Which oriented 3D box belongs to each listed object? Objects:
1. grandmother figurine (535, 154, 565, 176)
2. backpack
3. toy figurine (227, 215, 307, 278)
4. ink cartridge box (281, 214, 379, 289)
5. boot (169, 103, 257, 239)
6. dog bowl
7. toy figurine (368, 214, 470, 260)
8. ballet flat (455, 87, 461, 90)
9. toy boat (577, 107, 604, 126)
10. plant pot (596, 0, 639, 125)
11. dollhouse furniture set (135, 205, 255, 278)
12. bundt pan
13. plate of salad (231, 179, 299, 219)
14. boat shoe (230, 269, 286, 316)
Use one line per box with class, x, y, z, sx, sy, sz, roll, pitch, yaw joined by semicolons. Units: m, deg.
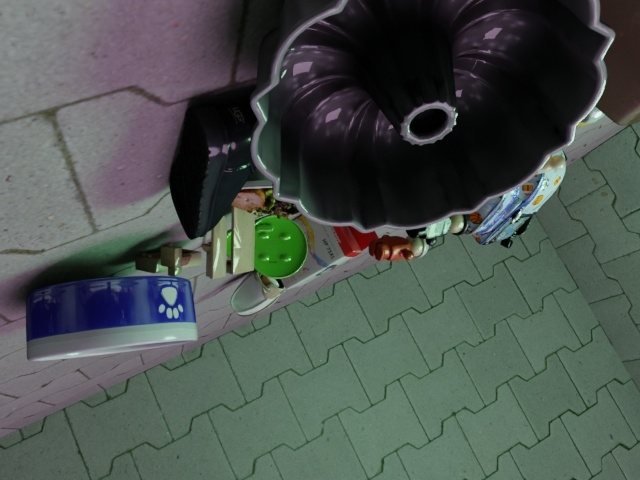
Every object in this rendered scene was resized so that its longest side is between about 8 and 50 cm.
grandmother figurine;0.361;-0.203;1.033;0.342;0.208;0.104;-38;177;40
backpack;0.375;-0.150;1.233;0.213;0.277;0.263;-15;153;-47
toy figurine;-0.134;0.025;1.210;0.173;0.130;0.159;1;169;-20
ink cartridge box;0.000;0.000;1.296;0.231;0.134;0.078;-31;169;16
boot;-0.074;-0.098;0.726;0.207;0.094;0.246;-17;160;-28
dog bowl;-0.342;0.131;0.948;0.264;0.104;0.265;-8;170;-1
toy figurine;0.189;-0.072;1.205;0.148;0.210;0.213;-7;160;-31
ballet flat;0.126;-0.180;0.696;0.230;0.077;0.077;-24;-163;17
toy boat;0.538;-0.299;1.136;0.267;0.148;0.318;-34;168;36
plant pot;0.321;-0.254;0.588;0.263;0.229;0.263;-26;169;-6
dollhouse furniture set;-0.219;-0.008;1.003;0.151;0.123;0.144;8;-170;31
bundt pan;0.088;-0.153;0.552;0.330;0.124;0.331;-8;145;-6
plate of salad;-0.075;-0.059;0.892;0.199;0.048;0.200;-2;175;0
boat shoe;-0.133;0.099;1.556;0.302;0.113;0.103;-39;167;7
